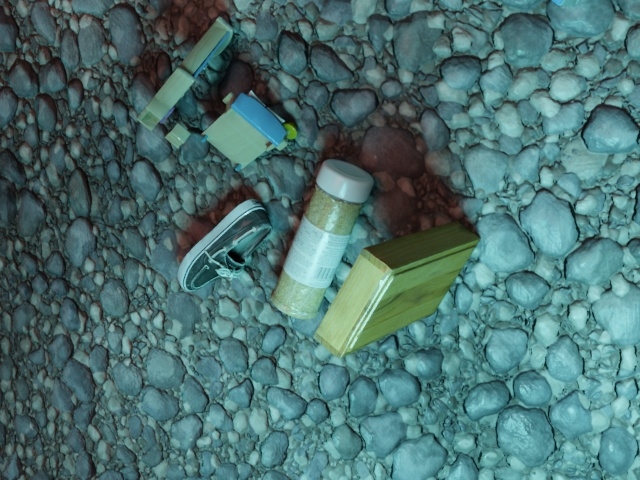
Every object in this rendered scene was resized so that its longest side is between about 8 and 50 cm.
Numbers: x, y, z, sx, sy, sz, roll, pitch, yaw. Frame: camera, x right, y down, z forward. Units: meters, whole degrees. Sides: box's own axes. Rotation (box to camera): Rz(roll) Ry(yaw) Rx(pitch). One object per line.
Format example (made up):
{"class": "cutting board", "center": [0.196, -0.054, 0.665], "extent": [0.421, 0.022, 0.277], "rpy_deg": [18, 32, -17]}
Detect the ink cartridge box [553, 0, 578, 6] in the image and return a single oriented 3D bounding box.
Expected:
{"class": "ink cartridge box", "center": [0.388, -0.529, 1.671], "extent": [0.231, 0.134, 0.078], "rpy_deg": [41, 117, 13]}

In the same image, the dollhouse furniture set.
{"class": "dollhouse furniture set", "center": [-0.217, -0.312, 2.135], "extent": [0.303, 0.198, 0.286], "rpy_deg": [40, 145, -13]}

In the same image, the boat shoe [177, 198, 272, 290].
{"class": "boat shoe", "center": [-0.224, 0.038, 2.166], "extent": [0.306, 0.113, 0.105], "rpy_deg": [-42, 61, 20]}

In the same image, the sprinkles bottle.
{"class": "sprinkles bottle", "center": [0.000, 0.000, 2.015], "extent": [0.121, 0.121, 0.355], "rpy_deg": [32, 113, 24]}

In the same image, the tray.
{"class": "tray", "center": [0.162, 0.086, 1.757], "extent": [0.076, 0.411, 0.203], "rpy_deg": [38, 115, 22]}
